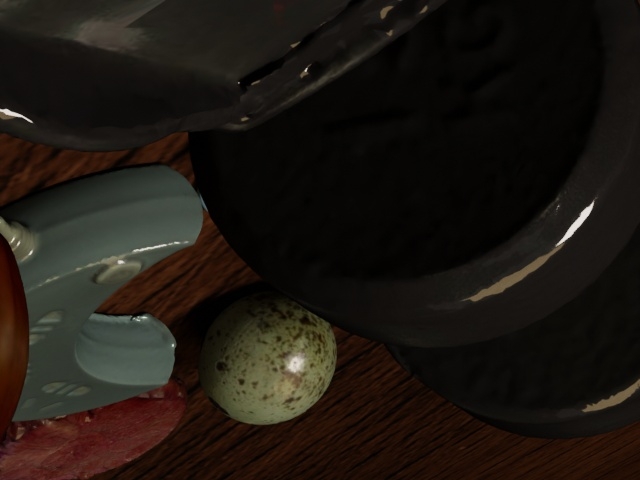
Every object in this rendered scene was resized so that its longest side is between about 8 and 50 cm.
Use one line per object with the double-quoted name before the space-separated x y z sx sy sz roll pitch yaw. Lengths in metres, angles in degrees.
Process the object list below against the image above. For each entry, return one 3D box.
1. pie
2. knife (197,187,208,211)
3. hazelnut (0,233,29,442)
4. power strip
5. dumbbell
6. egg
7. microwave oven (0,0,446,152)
"pie" -0.160 0.124 1.177 0.154 0.036 0.154 -19 158 -8
"knife" 0.000 0.000 1.075 0.044 0.019 0.313 -37 155 13
"hazelnut" -0.243 0.066 0.733 0.229 0.229 0.229 -19 158 -8
"power strip" -0.150 0.037 0.964 0.167 0.054 0.253 -18 159 -14
"dumbbell" 0.085 -0.025 0.848 0.203 0.204 0.322 -27 157 11
"egg" -0.037 0.078 1.126 0.085 0.085 0.110 -8 169 -33
"microwave oven" -0.060 -0.145 0.449 0.178 0.188 0.247 -37 154 31
